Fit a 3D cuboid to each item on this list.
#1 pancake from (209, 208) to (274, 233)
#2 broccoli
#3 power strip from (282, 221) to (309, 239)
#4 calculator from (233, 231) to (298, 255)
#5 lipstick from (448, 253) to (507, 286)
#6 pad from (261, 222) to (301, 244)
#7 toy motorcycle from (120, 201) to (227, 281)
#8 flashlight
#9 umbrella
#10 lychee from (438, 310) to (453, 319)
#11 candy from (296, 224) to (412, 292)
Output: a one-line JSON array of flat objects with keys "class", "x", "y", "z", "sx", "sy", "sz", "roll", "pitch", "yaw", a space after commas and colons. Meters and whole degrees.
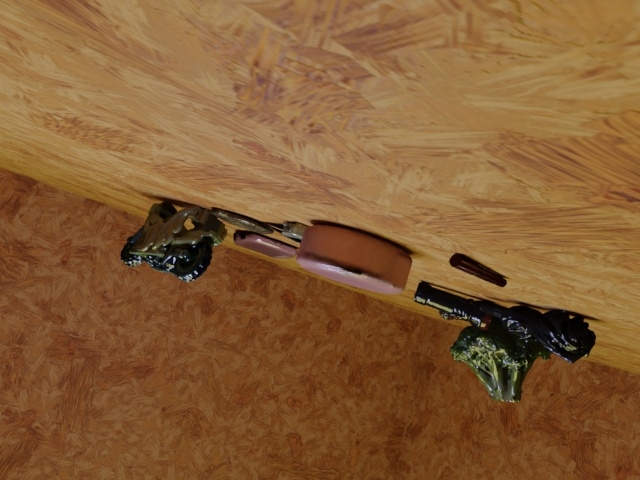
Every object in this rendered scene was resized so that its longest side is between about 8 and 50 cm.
[{"class": "pancake", "x": -0.221, "y": -0.052, "z": 1.600, "sx": 0.199, "sy": 0.021, "sz": 0.199, "roll": 18, "pitch": 174, "yaw": 2}, {"class": "broccoli", "x": 0.600, "y": 0.378, "z": 1.866, "sx": 0.303, "sy": 0.284, "sz": 0.321, "roll": 4, "pitch": 169, "yaw": -36}, {"class": "power strip", "x": 0.000, "y": 0.000, "z": 1.357, "sx": 0.192, "sy": 0.035, "sz": 0.081, "roll": 21, "pitch": 176, "yaw": -24}, {"class": "calculator", "x": -0.202, "y": 0.017, "z": 2.045, "sx": 0.219, "sy": 0.048, "sz": 0.329, "roll": 22, "pitch": 171, "yaw": -19}, {"class": "lipstick", "x": 0.300, "y": 0.060, "z": 1.064, "sx": 0.176, "sy": 0.027, "sz": 0.027, "roll": 22, "pitch": 173, "yaw": -41}, {"class": "pad", "x": -0.047, "y": 0.002, "z": 1.469, "sx": 0.158, "sy": 0.003, "sz": 0.235, "roll": 21, "pitch": -177, "yaw": -32}, {"class": "toy motorcycle", "x": -0.450, "y": -0.001, "z": 1.742, "sx": 0.409, "sy": 0.237, "sz": 0.169, "roll": 10, "pitch": 156, "yaw": 40}, {"class": "flashlight", "x": 0.390, "y": 0.191, "z": 1.689, "sx": 0.231, "sy": 0.093, "sz": 0.093, "roll": 17, "pitch": 174, "yaw": 14}, {"class": "umbrella", "x": 0.525, "y": 0.205, "z": 1.426, "sx": 0.118, "sy": 0.118, "sz": 0.340, "roll": 21, "pitch": 179, "yaw": -26}, {"class": "lychee", "x": 0.518, "y": 0.292, "z": 2.304, "sx": 0.083, "sy": 0.068, "sz": 0.067, "roll": 39, "pitch": 163, "yaw": 53}, {"class": "candy", "x": 0.071, "y": 0.042, "z": 1.206, "sx": 0.255, "sy": 0.095, "sz": 0.255, "roll": 17, "pitch": 172, "yaw": 2}]
